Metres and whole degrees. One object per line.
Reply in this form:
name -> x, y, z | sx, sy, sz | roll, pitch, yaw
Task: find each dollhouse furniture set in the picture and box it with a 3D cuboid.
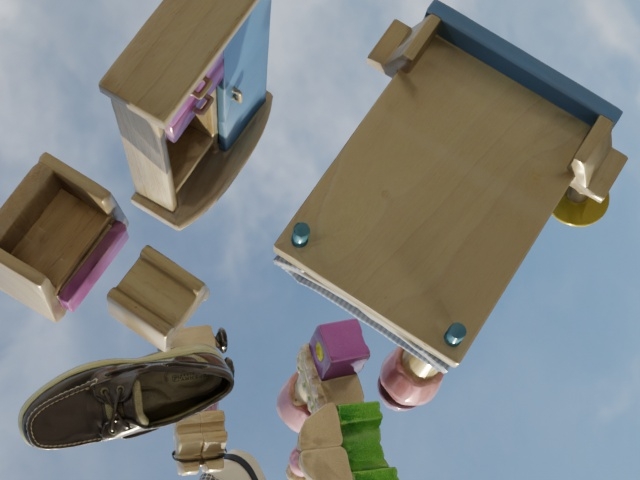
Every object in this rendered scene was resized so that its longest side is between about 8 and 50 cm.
dollhouse furniture set -> 0.000, 0.000, 0.670 | 0.303, 0.198, 0.286 | 31, -108, 7

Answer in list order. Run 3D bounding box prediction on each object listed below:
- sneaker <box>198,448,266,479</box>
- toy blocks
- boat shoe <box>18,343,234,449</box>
sneaker -> -0.094, 0.404, 1.370 | 0.235, 0.090, 0.095 | 58, -150, -7
toy blocks -> 0.000, 0.246, 0.981 | 0.308, 0.260, 0.289 | -4, -121, -18
boat shoe -> -0.134, 0.110, 0.705 | 0.152, 0.049, 0.056 | -19, -77, -21
